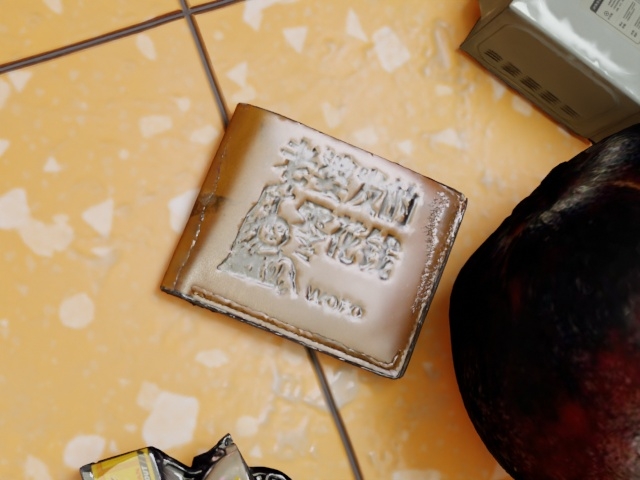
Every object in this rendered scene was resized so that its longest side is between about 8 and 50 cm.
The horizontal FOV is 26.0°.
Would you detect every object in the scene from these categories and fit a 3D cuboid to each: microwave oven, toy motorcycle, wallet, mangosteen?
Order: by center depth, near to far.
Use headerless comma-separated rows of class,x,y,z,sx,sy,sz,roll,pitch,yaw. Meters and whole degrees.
mangosteen,0.238,0.074,0.947,0.300,0.300,0.300,2,82,-12
toy motorcycle,-0.063,0.263,0.961,0.157,0.091,0.263,-16,84,-6
wallet,0.001,-0.001,1.030,0.196,0.042,0.161,23,79,-9
microwave oven,0.228,-0.203,1.066,0.162,0.122,0.208,35,76,-6
